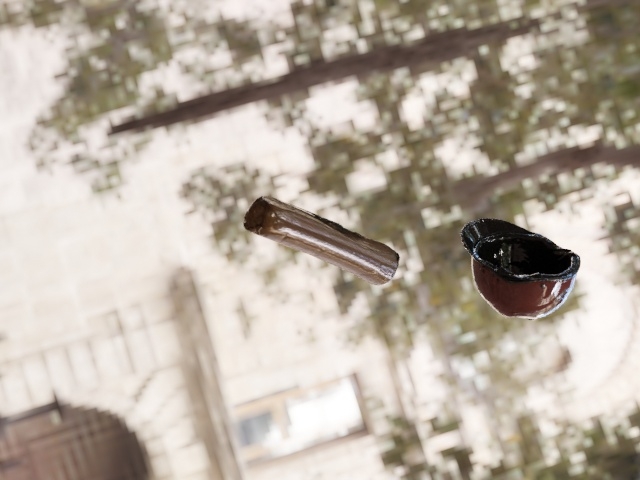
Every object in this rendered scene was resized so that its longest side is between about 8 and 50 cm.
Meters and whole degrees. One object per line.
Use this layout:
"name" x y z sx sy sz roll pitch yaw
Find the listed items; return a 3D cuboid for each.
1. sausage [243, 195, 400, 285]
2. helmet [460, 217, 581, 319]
"sausage" 0.000 0.000 1.078 0.026 0.116 0.026 -17 -116 38
"helmet" 0.128 0.024 1.242 0.084 0.065 0.049 30 -52 33
